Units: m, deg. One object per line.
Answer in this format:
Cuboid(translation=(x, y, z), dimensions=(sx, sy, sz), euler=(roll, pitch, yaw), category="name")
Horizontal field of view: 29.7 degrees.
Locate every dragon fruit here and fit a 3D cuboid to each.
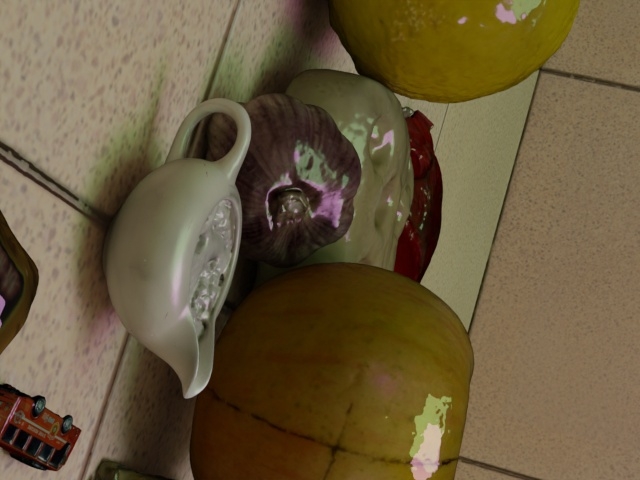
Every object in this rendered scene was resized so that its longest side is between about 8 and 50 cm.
Cuboid(translation=(0.101, -0.011, 1.651), dimensions=(0.282, 0.100, 0.344), euler=(-9, 111, -69), category="dragon fruit")

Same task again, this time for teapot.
Cuboid(translation=(-0.108, 0.000, 0.914), dimensions=(0.145, 0.092, 0.226), euler=(20, 83, -77), category="teapot")

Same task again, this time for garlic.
Cuboid(translation=(-0.033, -0.048, 1.044), dimensions=(0.147, 0.102, 0.159), euler=(-23, 119, -17), category="garlic")

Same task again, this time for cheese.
Cuboid(translation=(0.000, 0.000, 1.225), dimensions=(0.328, 0.129, 0.351), euler=(66, 38, -67), category="cheese")

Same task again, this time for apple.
Cuboid(translation=(0.010, 0.155, 1.069), dimensions=(0.286, 0.233, 0.286), euler=(13, 90, -83), category="apple")

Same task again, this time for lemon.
Cuboid(translation=(0.131, -0.264, 1.205), dimensions=(0.322, 0.268, 0.268), euler=(-27, 129, -69), category="lemon")

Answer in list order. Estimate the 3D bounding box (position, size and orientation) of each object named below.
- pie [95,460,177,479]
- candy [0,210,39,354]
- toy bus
Cuboid(translation=(-0.120, 0.268, 1.077), dimensions=(0.129, 0.068, 0.282), euler=(68, 9, 24), category="pie")
Cuboid(translation=(-0.228, 0.075, 0.547), dimensions=(0.271, 0.101, 0.143), euler=(-61, 153, -29), category="candy")
Cuboid(translation=(-0.199, 0.127, 0.816), dimensions=(0.110, 0.031, 0.043), euler=(63, 45, -65), category="toy bus")
